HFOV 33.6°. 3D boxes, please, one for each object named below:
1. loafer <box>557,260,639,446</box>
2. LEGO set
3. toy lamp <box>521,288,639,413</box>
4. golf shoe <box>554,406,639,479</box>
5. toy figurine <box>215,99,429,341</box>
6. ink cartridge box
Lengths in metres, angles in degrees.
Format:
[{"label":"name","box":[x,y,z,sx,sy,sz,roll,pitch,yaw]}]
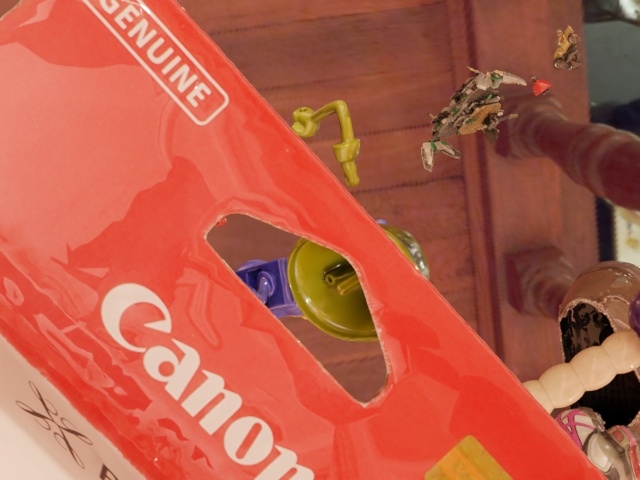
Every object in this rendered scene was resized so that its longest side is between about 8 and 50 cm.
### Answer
[{"label":"loafer","box":[0.310,0.209,1.119,0.133,0.130,0.366,-17,84,40]},{"label":"LEGO set","box":[0.071,-0.062,0.443,0.083,0.054,0.023,-32,70,-17]},{"label":"toy lamp","box":[0.136,0.127,0.763,0.274,0.080,0.080,-28,107,5]},{"label":"golf shoe","box":[0.229,0.196,0.969,0.085,0.186,0.068,-15,87,-5]},{"label":"toy figurine","box":[0.000,0.000,0.903,0.217,0.362,0.191,-12,85,-43]},{"label":"ink cartridge box","box":[-0.070,0.088,0.356,0.261,0.066,0.296,-43,100,1]}]
